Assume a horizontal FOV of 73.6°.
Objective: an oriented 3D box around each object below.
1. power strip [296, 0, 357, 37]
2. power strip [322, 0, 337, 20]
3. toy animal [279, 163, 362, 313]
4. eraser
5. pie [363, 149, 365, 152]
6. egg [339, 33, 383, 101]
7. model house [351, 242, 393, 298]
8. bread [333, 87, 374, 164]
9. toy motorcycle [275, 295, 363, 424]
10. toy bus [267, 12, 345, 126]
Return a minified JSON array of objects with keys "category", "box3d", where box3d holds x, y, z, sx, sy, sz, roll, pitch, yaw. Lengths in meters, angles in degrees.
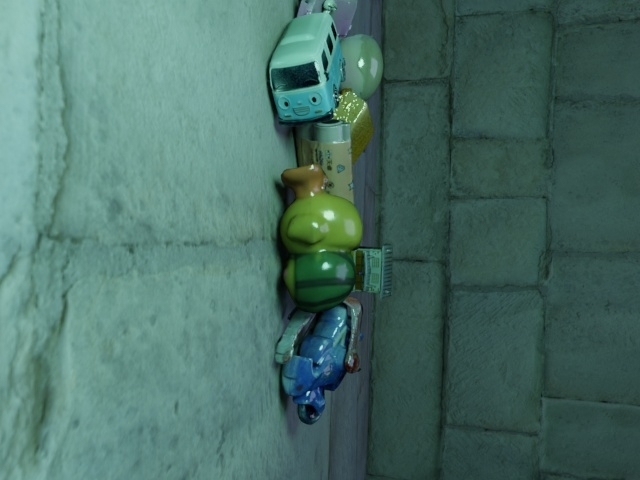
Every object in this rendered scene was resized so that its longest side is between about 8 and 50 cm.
[{"category":"power strip","box3d":[0.019,-0.590,1.120,0.279,0.038,0.109,-41,159,-52]},{"category":"power strip","box3d":[0.023,-0.553,1.055,0.055,0.035,0.083,-51,168,-21]},{"category":"toy animal","box3d":[0.003,0.001,0.993,0.216,0.191,0.337,-123,-149,-87]},{"category":"eraser","box3d":[0.010,-0.168,1.119,0.087,0.171,0.290,-30,128,-36]},{"category":"pie","box3d":[0.136,-0.493,1.785,0.371,0.078,0.296,-50,139,-68]},{"category":"egg","box3d":[0.132,-0.597,1.507,0.183,0.183,0.217,-35,119,-74]},{"category":"model house","box3d":[0.202,0.125,1.845,0.198,0.216,0.224,-11,103,-75]},{"category":"bread","box3d":[0.069,-0.323,1.296,0.184,0.114,0.275,-54,170,4]},{"category":"toy motorcycle","box3d":[-0.018,0.278,1.101,0.241,0.182,0.319,41,52,-13]},{"category":"toy bus","box3d":[-0.029,-0.389,0.958,0.164,0.133,0.271,72,21,-44]}]
